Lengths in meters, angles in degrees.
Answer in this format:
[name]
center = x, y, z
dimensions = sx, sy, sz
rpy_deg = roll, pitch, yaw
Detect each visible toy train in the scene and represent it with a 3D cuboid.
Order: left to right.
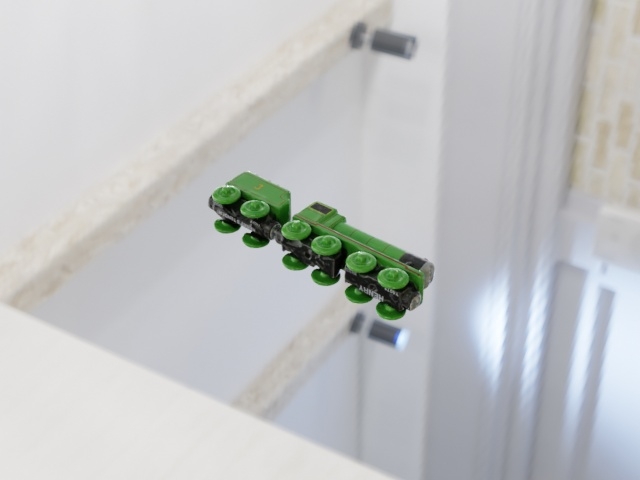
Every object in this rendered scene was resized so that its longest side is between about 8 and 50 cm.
[toy train]
center = 0.000, 0.000, 0.388
dimensions = 0.023, 0.083, 0.017
rpy_deg = -36, -40, -39
